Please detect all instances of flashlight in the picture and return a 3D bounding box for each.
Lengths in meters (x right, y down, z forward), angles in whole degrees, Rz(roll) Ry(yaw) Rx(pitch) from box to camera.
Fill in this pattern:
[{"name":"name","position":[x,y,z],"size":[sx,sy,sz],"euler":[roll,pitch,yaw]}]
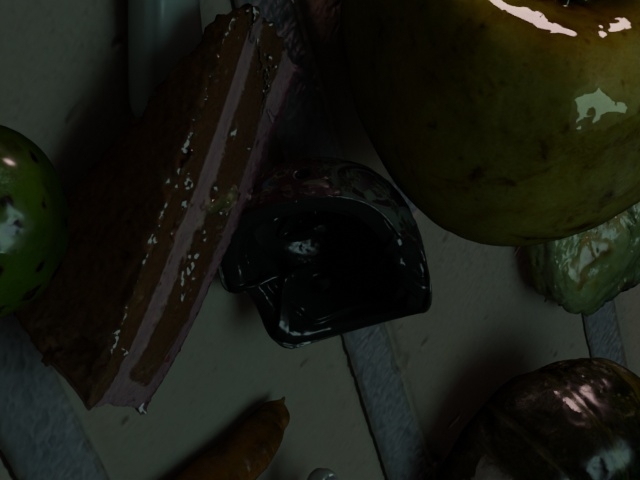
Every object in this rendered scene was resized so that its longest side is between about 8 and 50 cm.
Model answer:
[{"name":"flashlight","position":[-0.112,-0.168,1.324],"size":[0.093,0.047,0.200],"euler":[-33,134,-40]}]

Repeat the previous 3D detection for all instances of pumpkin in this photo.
[{"name":"pumpkin","position":[0.226,0.221,1.872],"size":[0.260,0.189,0.260],"euler":[-29,147,-22]}]

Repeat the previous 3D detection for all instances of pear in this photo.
[{"name":"pear","position":[0.162,-0.144,1.497],"size":[0.304,0.304,0.304],"euler":[-29,128,-44]}]

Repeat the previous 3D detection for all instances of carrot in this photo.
[{"name":"carrot","position":[-0.098,0.204,1.523],"size":[0.248,0.059,0.059],"euler":[-40,136,-40]}]

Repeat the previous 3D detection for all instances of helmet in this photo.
[{"name":"helmet","position":[0.004,-0.007,1.489],"size":[0.177,0.153,0.107],"euler":[56,28,-40]}]

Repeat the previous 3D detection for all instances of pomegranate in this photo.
[{"name":"pomegranate","position":[-0.218,-0.024,1.181],"size":[0.143,0.122,0.169],"euler":[7,104,-41]}]

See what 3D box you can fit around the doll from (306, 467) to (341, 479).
[{"name":"doll","position":[-0.031,0.372,1.670],"size":[0.188,0.099,0.384],"euler":[-13,123,-52]}]

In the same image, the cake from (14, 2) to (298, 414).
[{"name":"cake","position":[-0.114,-0.028,1.326],"size":[0.295,0.113,0.116],"euler":[-61,154,-5]}]

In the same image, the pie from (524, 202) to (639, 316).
[{"name":"pie","position":[0.300,-0.019,1.921],"size":[0.248,0.090,0.201],"euler":[-36,136,-34]}]
